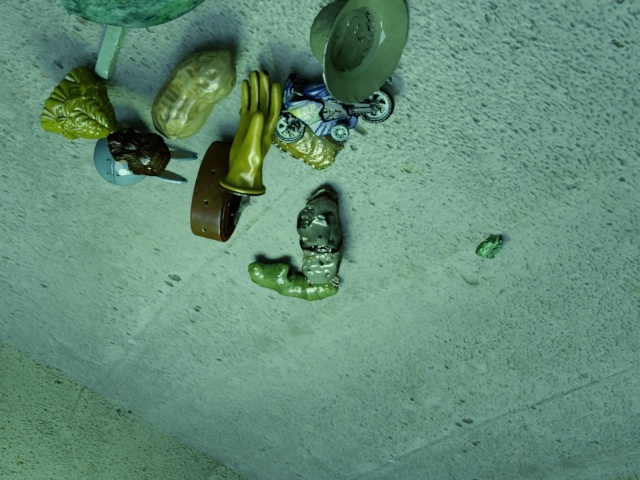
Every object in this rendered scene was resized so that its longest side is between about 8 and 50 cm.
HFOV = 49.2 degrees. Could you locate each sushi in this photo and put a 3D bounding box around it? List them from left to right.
[{"bbox_3d":[0.000,0.000,1.981,0.124,0.130,0.332,6,137,12],"label":"sushi"}]

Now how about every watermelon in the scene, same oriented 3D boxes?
[{"bbox_3d":[-0.354,-0.582,1.409,0.228,0.387,0.258,-22,86,64],"label":"watermelon"}]

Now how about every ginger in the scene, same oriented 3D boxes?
[{"bbox_3d":[-0.089,0.127,2.186,0.290,0.089,0.137,21,131,-3],"label":"ginger"}]

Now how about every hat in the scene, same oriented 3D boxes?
[{"bbox_3d":[0.055,-0.429,1.471,0.130,0.257,0.257,34,150,34],"label":"hat"}]

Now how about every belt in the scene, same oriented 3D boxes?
[{"bbox_3d":[-0.257,-0.128,1.844,0.105,0.261,0.184,12,171,13],"label":"belt"}]

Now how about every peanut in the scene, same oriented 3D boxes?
[{"bbox_3d":[-0.306,-0.351,1.680,0.140,0.153,0.325,31,144,-23],"label":"peanut"}]

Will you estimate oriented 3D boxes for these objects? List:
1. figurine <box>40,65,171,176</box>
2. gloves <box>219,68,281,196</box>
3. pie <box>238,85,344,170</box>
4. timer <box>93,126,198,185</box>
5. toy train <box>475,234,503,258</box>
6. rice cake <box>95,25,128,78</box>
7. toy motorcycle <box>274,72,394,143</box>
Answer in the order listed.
[{"bbox_3d":[-0.515,-0.270,1.754,0.315,0.187,0.168,35,154,4],"label":"figurine"},{"bbox_3d":[-0.164,-0.263,1.665,0.133,0.116,0.294,24,113,30],"label":"gloves"},{"bbox_3d":[-0.078,-0.279,1.750,0.282,0.068,0.128,34,135,-13],"label":"pie"},{"bbox_3d":[-0.483,-0.230,1.871,0.256,0.175,0.175,-6,135,16],"label":"timer"},{"bbox_3d":[0.467,0.017,1.920,0.053,0.033,0.083,24,138,-3],"label":"toy train"},{"bbox_3d":[-0.493,-0.485,1.674,0.045,0.042,0.245,37,137,-5],"label":"rice cake"},{"bbox_3d":[0.020,-0.326,1.631,0.315,0.113,0.168,-12,120,16],"label":"toy motorcycle"}]
